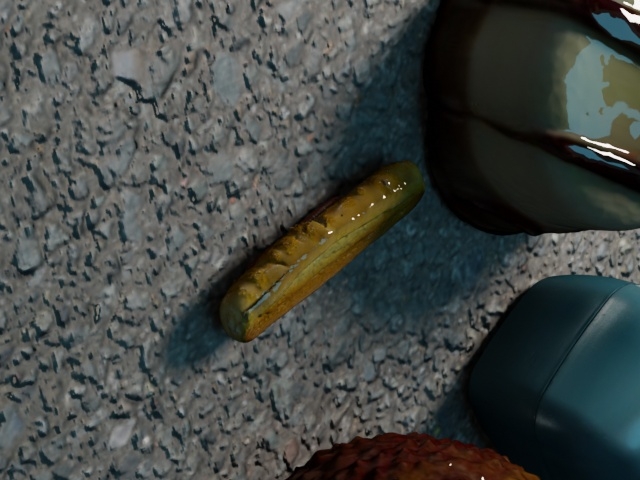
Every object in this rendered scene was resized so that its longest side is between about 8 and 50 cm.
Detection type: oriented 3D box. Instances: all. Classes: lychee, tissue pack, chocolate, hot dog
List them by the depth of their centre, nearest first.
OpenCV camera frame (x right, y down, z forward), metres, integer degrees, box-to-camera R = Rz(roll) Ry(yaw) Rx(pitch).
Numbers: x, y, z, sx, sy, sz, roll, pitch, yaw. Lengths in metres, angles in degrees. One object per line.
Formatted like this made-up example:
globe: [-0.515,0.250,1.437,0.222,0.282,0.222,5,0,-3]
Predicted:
hot dog: [0.000,0.000,1.396,0.216,0.047,0.066,-39,162,-26]
lychee: [0.077,0.266,1.399,0.261,0.261,0.260,-13,111,-39]
chocolate: [0.235,-0.119,1.476,0.284,0.186,0.283,-14,111,-39]
tissue pack: [0.284,0.175,1.592,0.198,0.206,0.287,-49,128,-18]
